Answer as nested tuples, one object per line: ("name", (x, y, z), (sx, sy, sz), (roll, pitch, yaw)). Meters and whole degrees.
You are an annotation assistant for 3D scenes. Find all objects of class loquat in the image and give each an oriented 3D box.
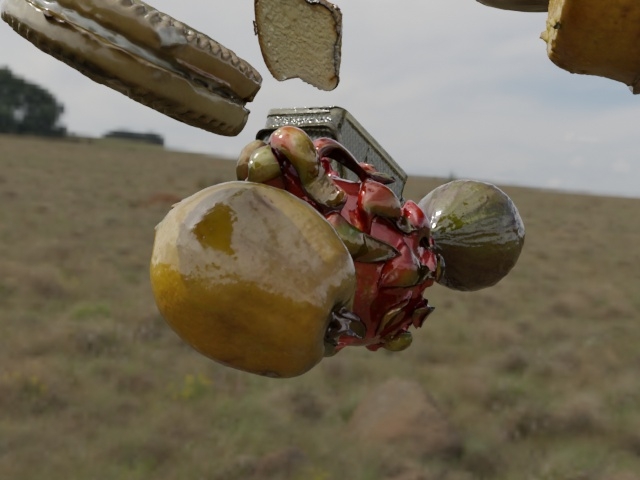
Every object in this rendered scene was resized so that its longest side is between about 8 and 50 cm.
("loquat", (-0.062, 0.043, 1.286), (0.234, 0.187, 0.176), (29, -26, 2))

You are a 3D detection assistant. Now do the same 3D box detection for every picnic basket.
("picnic basket", (0.014, -0.098, 2.095), (0.165, 0.139, 0.266), (2, -26, 34))

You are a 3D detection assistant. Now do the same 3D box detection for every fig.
("fig", (0.232, -0.016, 2.336), (0.217, 0.217, 0.321), (5, 0, 30))

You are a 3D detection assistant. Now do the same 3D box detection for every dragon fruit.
("dragon fruit", (0.017, -0.002, 1.533), (0.243, 0.307, 0.227), (-8, 30, -18))

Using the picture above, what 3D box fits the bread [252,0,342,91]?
("bread", (-0.018, -0.237, 1.483), (0.126, 0.129, 0.044), (26, 42, 32))

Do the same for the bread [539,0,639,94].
("bread", (0.395, -0.302, 1.727), (0.194, 0.179, 0.340), (15, -3, 4))

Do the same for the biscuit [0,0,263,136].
("biscuit", (-0.168, -0.172, 1.148), (0.259, 0.079, 0.259), (27, 4, -2))

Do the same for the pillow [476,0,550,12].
("pillow", (0.365, -0.393, 2.013), (0.270, 0.067, 0.173), (5, 2, 17))
